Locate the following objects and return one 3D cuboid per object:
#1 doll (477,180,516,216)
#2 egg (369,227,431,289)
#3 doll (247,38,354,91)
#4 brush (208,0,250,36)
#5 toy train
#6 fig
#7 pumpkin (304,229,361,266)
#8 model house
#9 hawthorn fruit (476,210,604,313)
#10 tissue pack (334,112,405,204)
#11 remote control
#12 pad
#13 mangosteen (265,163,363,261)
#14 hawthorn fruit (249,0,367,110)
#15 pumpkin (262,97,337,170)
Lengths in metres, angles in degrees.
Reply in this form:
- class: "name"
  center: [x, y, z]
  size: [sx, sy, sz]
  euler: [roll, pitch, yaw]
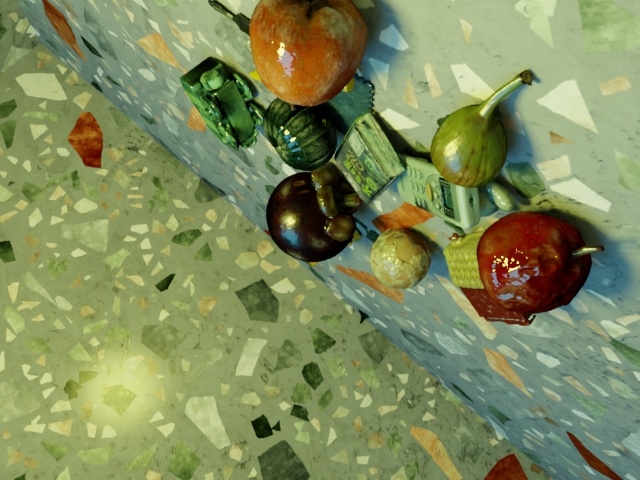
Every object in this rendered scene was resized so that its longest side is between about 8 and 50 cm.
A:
- class: "doll"
  center: [0.355, -0.102, 1.241]
  size: [0.103, 0.071, 0.214]
  euler: [50, 166, -25]
- class: "egg"
  center: [0.247, 0.057, 1.676]
  size: [0.195, 0.195, 0.233]
  euler: [36, -175, 16]
- class: "doll"
  center: [-0.054, -0.422, 1.262]
  size: [0.316, 0.103, 0.145]
  euler: [24, 141, 25]
- class: "brush"
  center: [-0.217, -0.573, 1.405]
  size: [0.193, 0.016, 0.063]
  euler: [38, 162, 10]
- class: "toy train"
  center: [-0.305, -0.433, 1.728]
  size: [0.238, 0.167, 0.299]
  euler: [40, 165, 39]
- class: "fig"
  center: [0.297, -0.204, 1.006]
  size: [0.151, 0.151, 0.259]
  euler: [37, 159, 12]
- class: "pumpkin"
  center: [-0.001, -0.001, 2.065]
  size: [0.139, 0.190, 0.280]
  euler: [49, 161, -23]
- class: "model house"
  center: [0.439, 0.075, 1.358]
  size: [0.254, 0.160, 0.196]
  euler: [46, 163, -12]
- class: "hawthorn fruit"
  center: [0.469, 0.035, 1.137]
  size: [0.230, 0.210, 0.266]
  euler: [40, 146, -12]
- class: "tissue pack"
  center: [0.123, -0.204, 1.398]
  size: [0.173, 0.073, 0.235]
  euler: [57, 166, 5]
- class: "remote control"
  center: [0.263, -0.129, 1.268]
  size: [0.296, 0.056, 0.140]
  euler: [38, 145, 60]
- class: "pad"
  center: [0.027, -0.373, 1.387]
  size: [0.270, 0.012, 0.269]
  euler: [35, 162, 19]
- class: "mangosteen"
  center: [-0.010, -0.089, 1.751]
  size: [0.307, 0.307, 0.347]
  euler: [46, 133, -16]
- class: "hawthorn fruit"
  center: [-0.021, -0.374, 1.065]
  size: [0.231, 0.235, 0.263]
  euler: [-2, 115, 21]
- class: "pumpkin"
  center: [-0.055, -0.295, 1.463]
  size: [0.220, 0.162, 0.220]
  euler: [48, 164, 18]
